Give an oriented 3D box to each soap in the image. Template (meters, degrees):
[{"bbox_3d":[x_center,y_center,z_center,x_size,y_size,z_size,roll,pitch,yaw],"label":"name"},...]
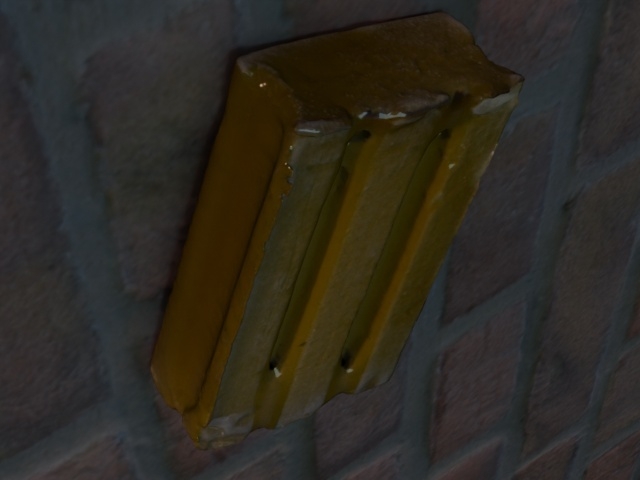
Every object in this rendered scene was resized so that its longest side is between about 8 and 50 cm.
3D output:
[{"bbox_3d":[0.000,0.000,0.956,0.199,0.091,0.315,-17,144,-34],"label":"soap"}]
